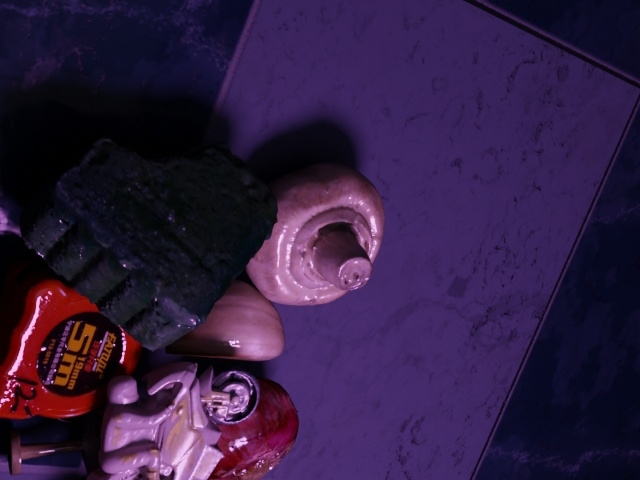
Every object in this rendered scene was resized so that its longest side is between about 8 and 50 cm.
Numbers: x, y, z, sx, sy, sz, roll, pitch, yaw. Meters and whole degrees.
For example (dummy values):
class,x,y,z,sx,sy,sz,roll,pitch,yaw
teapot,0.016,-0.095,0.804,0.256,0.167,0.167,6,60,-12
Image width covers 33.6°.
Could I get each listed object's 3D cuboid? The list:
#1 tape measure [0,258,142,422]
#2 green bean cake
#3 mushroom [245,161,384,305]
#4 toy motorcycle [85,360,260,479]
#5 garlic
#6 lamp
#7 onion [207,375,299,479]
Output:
class,x,y,z,sx,sy,sz,roll,pitch,yaw
tape measure,-0.403,0.160,1.637,0.260,0.114,0.253,16,101,-44
green bean cake,-0.250,-0.033,1.585,0.300,0.169,0.308,45,49,-10
mushroom,0.000,0.000,1.777,0.254,0.234,0.260,18,100,-37
toy motorcycle,-0.260,0.311,1.660,0.223,0.108,0.341,37,86,-19
garlic,-0.150,0.153,1.825,0.245,0.145,0.164,15,133,-41
lamp,-0.395,0.329,1.721,0.214,0.121,0.121,-2,112,-21
onion,-0.158,0.335,1.846,0.246,0.190,0.246,-22,148,-15
